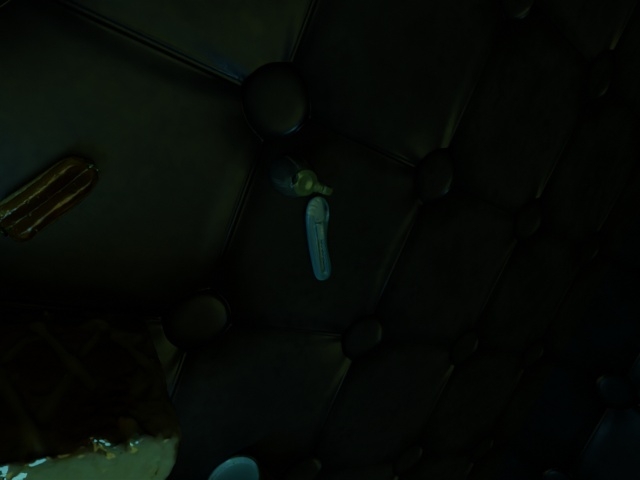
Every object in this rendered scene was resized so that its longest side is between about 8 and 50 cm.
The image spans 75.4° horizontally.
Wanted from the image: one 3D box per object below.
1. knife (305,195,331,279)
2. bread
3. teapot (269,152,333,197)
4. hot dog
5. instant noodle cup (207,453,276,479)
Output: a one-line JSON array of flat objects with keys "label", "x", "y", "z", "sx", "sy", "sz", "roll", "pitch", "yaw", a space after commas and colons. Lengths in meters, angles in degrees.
[{"label": "knife", "x": 0.000, "y": 0.000, "z": 0.984, "sx": 0.064, "sy": 0.031, "sz": 0.221, "roll": -21, "pitch": 121, "yaw": -27}, {"label": "bread", "x": -0.447, "y": 0.294, "z": 0.629, "sx": 0.371, "sy": 0.390, "sz": 0.279, "roll": 2, "pitch": 105, "yaw": -33}, {"label": "teapot", "x": -0.034, "y": -0.132, "z": 0.867, "sx": 0.124, "sy": 0.091, "sz": 0.092, "roll": -15, "pitch": 119, "yaw": -25}, {"label": "hot dog", "x": -0.443, "y": -0.067, "z": 0.668, "sx": 0.188, "sy": 0.055, "sz": 0.072, "roll": -40, "pitch": 123, "yaw": -10}, {"label": "instant noodle cup", "x": -0.195, "y": 0.679, "z": 1.071, "sx": 0.216, "sy": 0.216, "sz": 0.172, "roll": -29, "pitch": 114, "yaw": -18}]
